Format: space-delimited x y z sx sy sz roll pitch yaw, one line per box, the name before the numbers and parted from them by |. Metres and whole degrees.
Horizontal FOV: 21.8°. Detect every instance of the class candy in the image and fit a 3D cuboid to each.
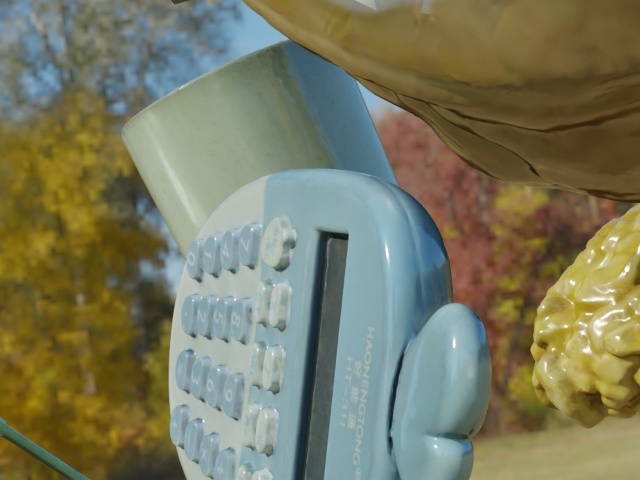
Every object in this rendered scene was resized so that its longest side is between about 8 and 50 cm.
candy | -0.335 0.186 1.685 0.305 0.083 0.091 37 -35 -14

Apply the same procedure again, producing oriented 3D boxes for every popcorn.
popcorn | 0.241 0.054 1.217 0.194 0.140 0.163 -38 25 -12

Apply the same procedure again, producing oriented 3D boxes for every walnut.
walnut | 0.126 -0.210 0.908 0.384 0.383 0.383 -8 -6 -1

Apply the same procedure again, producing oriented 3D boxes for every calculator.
calculator | -0.005 0.061 0.769 0.042 0.188 0.303 7 1 -29

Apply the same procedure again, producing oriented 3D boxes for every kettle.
kettle | 0.000 0.000 1.767 0.250 0.376 0.361 -27 -5 19

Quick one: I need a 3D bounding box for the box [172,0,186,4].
box | -0.104 -0.329 1.384 0.086 0.225 0.129 -11 -36 17
